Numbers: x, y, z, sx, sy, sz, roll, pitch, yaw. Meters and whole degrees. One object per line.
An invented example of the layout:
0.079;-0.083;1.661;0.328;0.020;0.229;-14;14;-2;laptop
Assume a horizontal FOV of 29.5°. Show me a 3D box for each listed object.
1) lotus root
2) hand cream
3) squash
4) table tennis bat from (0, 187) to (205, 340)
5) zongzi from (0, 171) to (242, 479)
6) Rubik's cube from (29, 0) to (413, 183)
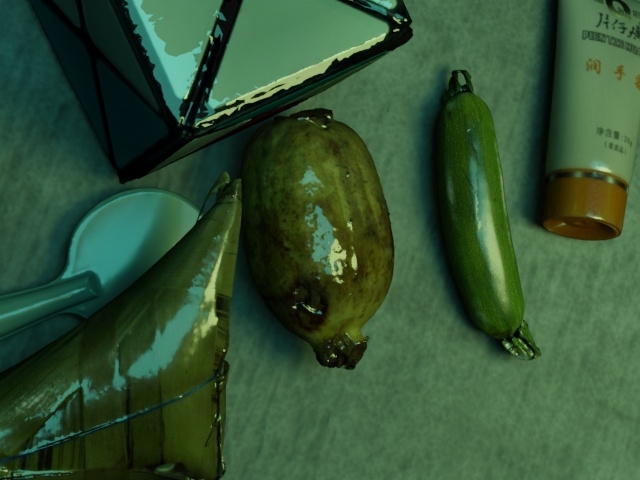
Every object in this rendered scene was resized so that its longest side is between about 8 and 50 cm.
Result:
0.000;0.000;1.182;0.145;0.128;0.260;-9;89;-30;lotus root
0.308;-0.157;1.337;0.139;0.089;0.314;13;73;-21;hand cream
0.166;-0.025;1.272;0.080;0.071;0.318;-12;89;-21;squash
-0.204;0.039;1.153;0.244;0.040;0.153;-20;96;-23;table tennis bat
-0.202;0.083;1.075;0.260;0.123;0.289;0;103;-19;zongzi
-0.104;-0.224;1.103;0.250;0.248;0.246;-27;93;-21;Rubik's cube
